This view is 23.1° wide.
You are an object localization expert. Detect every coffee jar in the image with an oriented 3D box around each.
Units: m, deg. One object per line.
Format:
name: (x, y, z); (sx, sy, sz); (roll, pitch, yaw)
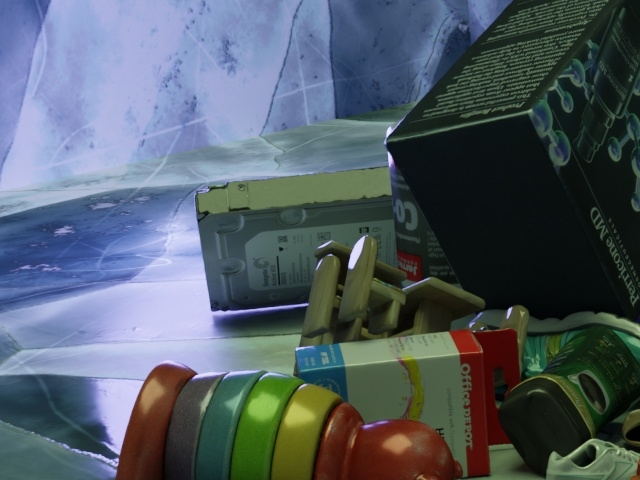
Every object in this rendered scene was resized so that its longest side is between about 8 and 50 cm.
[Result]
coffee jar: (0.258, 0.164, 1.605); (0.079, 0.096, 0.184); (-36, -4, 38)

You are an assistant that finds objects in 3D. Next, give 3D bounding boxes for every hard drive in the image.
hard drive: (0.000, 0.000, 2.210); (0.339, 0.237, 0.064); (-5, 52, -2)

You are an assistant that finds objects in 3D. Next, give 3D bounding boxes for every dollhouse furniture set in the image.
dollhouse furniture set: (0.085, 0.068, 1.740); (0.212, 0.161, 0.242); (24, -27, -24)

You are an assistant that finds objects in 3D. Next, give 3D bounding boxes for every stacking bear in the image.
stacking bear: (-0.019, 0.206, 1.426); (0.289, 0.164, 0.175); (7, -1, 16)

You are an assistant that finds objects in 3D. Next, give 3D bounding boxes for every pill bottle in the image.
pill bottle: (0.177, -0.017, 2.041); (0.161, 0.283, 0.161); (-5, 13, 1)

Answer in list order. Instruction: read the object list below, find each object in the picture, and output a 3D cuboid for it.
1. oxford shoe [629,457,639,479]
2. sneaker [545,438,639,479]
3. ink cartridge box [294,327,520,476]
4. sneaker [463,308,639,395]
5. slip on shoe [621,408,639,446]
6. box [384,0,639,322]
oxford shoe: (0.303, 0.238, 1.291); (0.098, 0.097, 0.271); (5, 15, 16)
sneaker: (0.278, 0.216, 1.470); (0.152, 0.061, 0.053); (-9, 11, -24)
ink cartridge box: (0.095, 0.170, 1.582); (0.231, 0.134, 0.078); (-6, 14, -2)
sneaker: (0.266, 0.149, 1.760); (0.275, 0.107, 0.110); (-2, 32, 37)
slip on shoe: (0.370, 0.187, 1.577); (0.135, 0.051, 0.041); (-3, 6, 22)
box: (0.306, -0.116, 1.887); (0.212, 0.293, 0.395); (-9, 29, 42)
